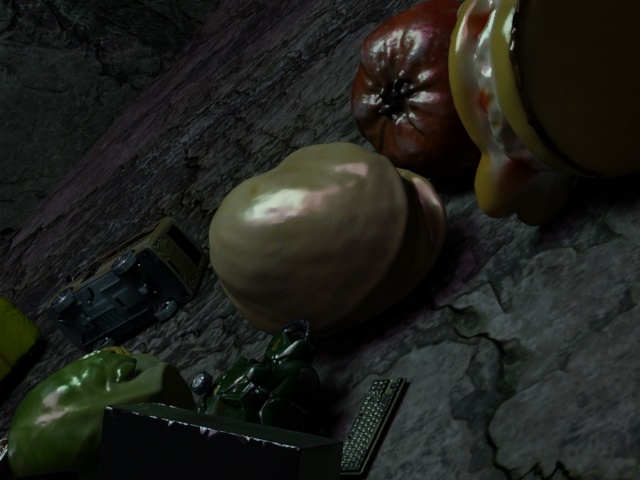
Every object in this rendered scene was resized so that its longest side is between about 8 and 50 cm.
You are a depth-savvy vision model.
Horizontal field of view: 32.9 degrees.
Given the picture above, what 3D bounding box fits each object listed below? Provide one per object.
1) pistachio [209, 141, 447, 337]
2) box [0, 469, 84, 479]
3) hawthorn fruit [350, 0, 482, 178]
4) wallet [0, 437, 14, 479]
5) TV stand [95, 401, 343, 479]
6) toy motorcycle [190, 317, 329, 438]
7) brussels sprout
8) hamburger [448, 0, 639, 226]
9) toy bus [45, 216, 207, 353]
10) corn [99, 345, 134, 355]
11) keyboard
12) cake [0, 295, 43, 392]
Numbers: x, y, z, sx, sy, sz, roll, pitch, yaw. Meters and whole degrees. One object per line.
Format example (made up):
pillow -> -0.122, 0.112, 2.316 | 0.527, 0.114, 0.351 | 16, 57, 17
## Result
pistachio -> 0.000, 0.000, 1.377 | 0.321, 0.229, 0.238 | -22, 68, 33
box -> -0.445, 0.422, 1.234 | 0.345, 0.251, 0.204 | -33, 67, 36
hawthorn fruit -> 0.182, -0.212, 1.483 | 0.272, 0.242, 0.242 | -21, 1, -42
wallet -> -0.430, 0.378, 1.492 | 0.025, 0.232, 0.119 | 15, 51, 17
TV stand -> -0.113, 0.235, 1.150 | 0.269, 0.083, 0.088 | 4, 89, 35
toy motorcycle -> -0.095, 0.220, 1.271 | 0.274, 0.125, 0.187 | -46, 27, 11
brussels sprout -> -0.291, 0.253, 1.437 | 0.244, 0.244, 0.244 | -37, 22, 18
hamburger -> 0.269, -0.171, 1.195 | 0.186, 0.261, 0.302 | 170, 99, -65
toy bus -> -0.352, 0.082, 1.967 | 0.289, 0.139, 0.157 | -30, 21, 29
corn -> -0.313, 0.219, 1.725 | 0.080, 0.080, 0.238 | -49, 20, -11
keyboard -> 0.053, 0.201, 1.178 | 0.049, 0.015, 0.129 | -19, 33, 48
cake -> -0.714, 0.255, 2.284 | 0.260, 0.156, 0.179 | -50, 5, -27
